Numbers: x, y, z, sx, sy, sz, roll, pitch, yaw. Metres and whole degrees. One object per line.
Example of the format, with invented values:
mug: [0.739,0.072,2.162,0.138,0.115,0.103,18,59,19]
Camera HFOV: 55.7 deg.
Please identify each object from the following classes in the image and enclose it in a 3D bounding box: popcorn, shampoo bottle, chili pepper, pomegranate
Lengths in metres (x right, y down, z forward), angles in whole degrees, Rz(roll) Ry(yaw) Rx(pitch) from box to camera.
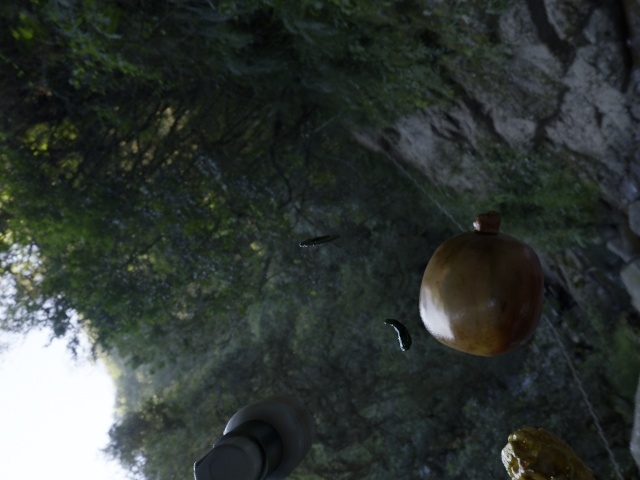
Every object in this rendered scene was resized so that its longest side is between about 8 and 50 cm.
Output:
popcorn: [0.473,0.475,1.239,0.194,0.140,0.163,36,162,43]
shampoo bottle: [-0.053,0.181,0.539,0.074,0.074,0.192,59,-178,12]
chili pepper: [0.230,0.270,1.731,0.118,0.055,0.035,53,-140,-19]
pomegranate: [0.311,0.079,1.163,0.252,0.228,0.271,-16,-67,-63]

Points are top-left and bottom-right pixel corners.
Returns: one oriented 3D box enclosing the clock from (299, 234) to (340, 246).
clock: [0.000,0.000,1.215,0.074,0.083,0.010,-30,-71,-61]
